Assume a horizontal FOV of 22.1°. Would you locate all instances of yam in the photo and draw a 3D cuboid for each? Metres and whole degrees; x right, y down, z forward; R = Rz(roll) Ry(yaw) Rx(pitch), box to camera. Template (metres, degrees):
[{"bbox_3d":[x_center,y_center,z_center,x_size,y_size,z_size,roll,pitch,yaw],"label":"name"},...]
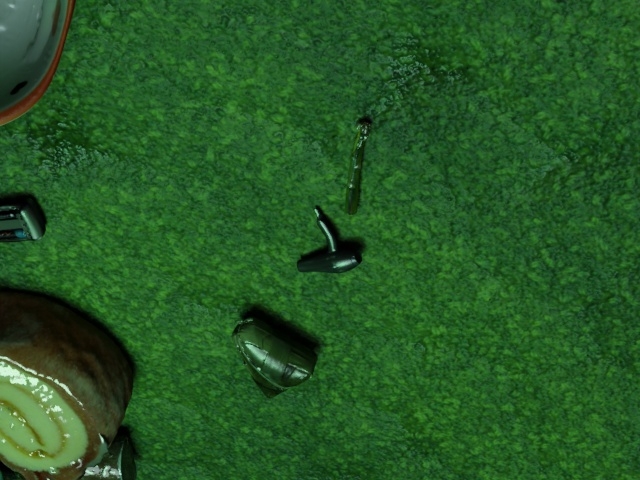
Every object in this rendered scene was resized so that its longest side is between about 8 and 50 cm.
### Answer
[{"bbox_3d":[-0.311,0.280,2.106,0.141,0.079,0.079,1,133,12],"label":"yam"}]

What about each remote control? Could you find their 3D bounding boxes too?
[{"bbox_3d":[-0.417,-0.016,1.885,0.212,0.028,0.059,-6,132,18],"label":"remote control"}]

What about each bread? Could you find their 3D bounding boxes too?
[{"bbox_3d":[-0.345,0.170,1.978,0.190,0.123,0.244,-25,123,29],"label":"bread"}]

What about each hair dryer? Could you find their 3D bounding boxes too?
[{"bbox_3d":[0.000,0.000,1.809,0.079,0.031,0.083,-7,117,31],"label":"hair dryer"}]

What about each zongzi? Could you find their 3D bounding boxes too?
[{"bbox_3d":[-0.076,0.142,1.938,0.109,0.055,0.119,34,142,-15],"label":"zongzi"}]

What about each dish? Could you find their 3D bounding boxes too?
[{"bbox_3d":[-0.357,-0.235,1.569,0.256,0.117,0.256,-2,103,-10],"label":"dish"}]

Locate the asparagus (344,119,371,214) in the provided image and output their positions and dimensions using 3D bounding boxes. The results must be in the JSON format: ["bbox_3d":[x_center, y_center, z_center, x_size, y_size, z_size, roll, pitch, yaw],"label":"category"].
[{"bbox_3d":[0.038,-0.077,1.729,0.018,0.015,0.127,4,134,-3],"label":"asparagus"}]

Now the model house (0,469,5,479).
[{"bbox_3d":[-0.570,0.302,2.080,0.248,0.230,0.281,22,147,21],"label":"model house"}]
